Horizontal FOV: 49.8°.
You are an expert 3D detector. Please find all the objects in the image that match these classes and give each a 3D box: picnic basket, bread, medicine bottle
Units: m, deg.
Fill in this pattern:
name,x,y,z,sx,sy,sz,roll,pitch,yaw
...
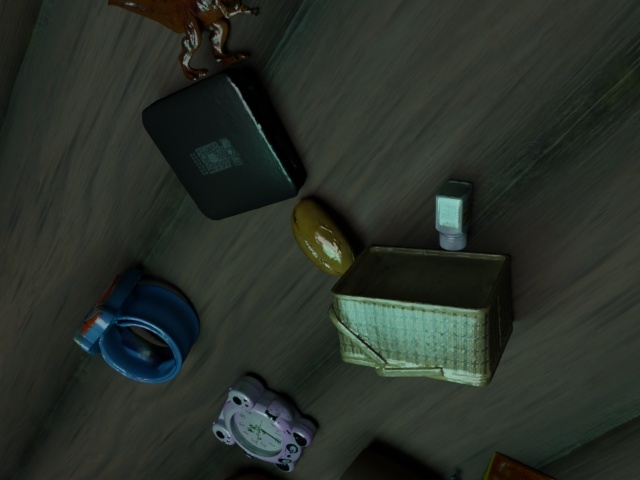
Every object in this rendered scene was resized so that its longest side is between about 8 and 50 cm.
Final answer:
name,x,y,z,sx,sy,sz,roll,pitch,yaw
picnic basket,0.195,0.138,1.326,0.313,0.228,0.175,4,117,26
bread,0.000,0.000,1.432,0.189,0.077,0.114,51,154,2
medicine bottle,0.248,-0.044,1.283,0.055,0.074,0.118,10,122,23

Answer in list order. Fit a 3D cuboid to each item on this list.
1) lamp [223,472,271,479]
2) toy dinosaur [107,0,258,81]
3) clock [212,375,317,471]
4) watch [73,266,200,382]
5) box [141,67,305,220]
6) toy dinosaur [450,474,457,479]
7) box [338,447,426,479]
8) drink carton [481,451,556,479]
name,x,y,z,sx,sy,sz,roll,pitch,yaw
lamp,-0.196,0.808,1.930,0.305,0.305,0.240,-18,153,39
toy dinosaur,-0.247,-0.413,1.324,0.432,0.097,0.208,-7,105,29
clock,-0.146,0.487,1.810,0.248,0.090,0.227,32,128,7
watch,-0.477,0.254,1.780,0.274,0.241,0.305,33,130,-10
box,-0.202,-0.189,1.429,0.289,0.073,0.290,-14,118,35
toy dinosaur,0.332,0.616,1.646,0.055,0.049,0.154,-3,122,33
box,0.119,0.658,1.655,0.216,0.301,0.301,38,129,13
drink carton,0.376,0.625,1.434,0.155,0.351,0.111,22,126,16
